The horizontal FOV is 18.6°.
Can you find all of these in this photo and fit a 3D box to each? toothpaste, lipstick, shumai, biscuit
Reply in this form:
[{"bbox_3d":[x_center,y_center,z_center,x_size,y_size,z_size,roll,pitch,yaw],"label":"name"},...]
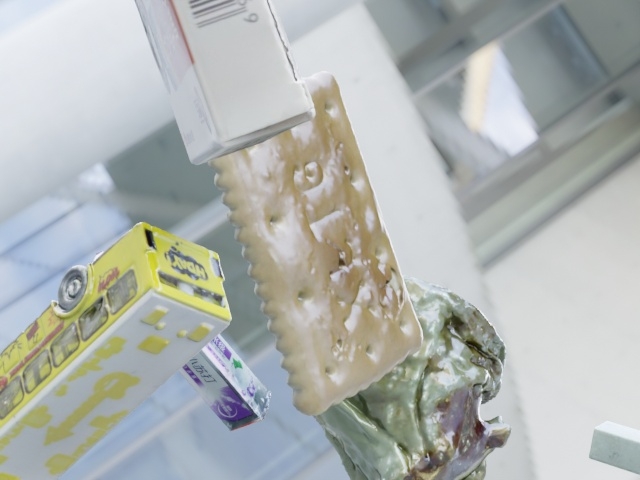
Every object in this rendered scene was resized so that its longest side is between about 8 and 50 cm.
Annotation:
[{"bbox_3d":[-0.119,0.082,1.664,0.047,0.040,0.196,-26,-65,30],"label":"toothpaste"},{"bbox_3d":[0.291,0.185,1.635,0.129,0.030,0.030,15,-75,28],"label":"lipstick"},{"bbox_3d":[0.072,0.217,2.351,0.292,0.288,0.330,8,-30,24],"label":"shumai"},{"bbox_3d":[0.000,0.000,2.001,0.044,0.217,0.325,-12,-79,40],"label":"biscuit"}]

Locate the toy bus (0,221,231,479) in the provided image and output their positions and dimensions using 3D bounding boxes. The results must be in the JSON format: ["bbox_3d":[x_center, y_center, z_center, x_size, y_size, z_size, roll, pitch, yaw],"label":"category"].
[{"bbox_3d":[-0.155,0.082,1.254,0.226,0.081,0.074,-41,-132,24],"label":"toy bus"}]

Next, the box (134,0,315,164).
[{"bbox_3d":[-0.083,-0.160,1.240,0.353,0.069,0.214,-164,-126,-85],"label":"box"}]
